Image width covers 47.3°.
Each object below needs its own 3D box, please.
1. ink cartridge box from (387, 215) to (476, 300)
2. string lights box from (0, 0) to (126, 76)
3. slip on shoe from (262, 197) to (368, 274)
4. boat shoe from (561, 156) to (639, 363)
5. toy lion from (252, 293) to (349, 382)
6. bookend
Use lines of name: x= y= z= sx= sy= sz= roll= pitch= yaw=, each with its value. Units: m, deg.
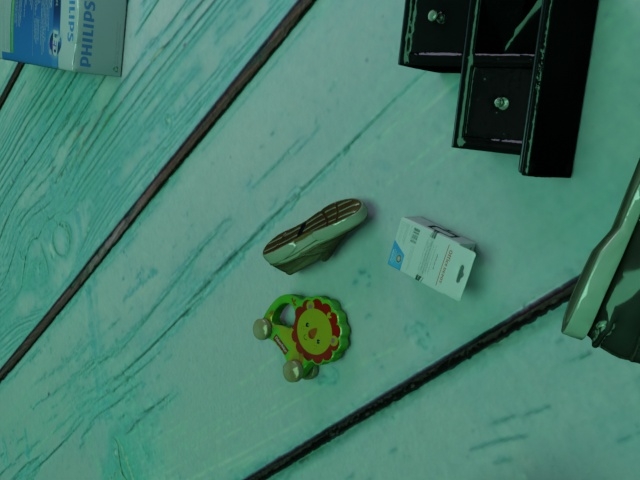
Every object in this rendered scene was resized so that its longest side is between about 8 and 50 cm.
ink cartridge box: x=0.104 y=0.015 z=0.648 sx=0.083 sy=0.028 sz=0.048 roll=30 pitch=113 yaw=39
string lights box: x=-0.386 y=-0.319 z=1.067 sx=0.260 sy=0.077 sz=0.133 roll=19 pitch=106 yaw=42
slip on shoe: x=0.000 y=0.000 z=0.743 sx=0.135 sy=0.051 sz=0.041 roll=-27 pitch=113 yaw=33
boat shoe: x=0.240 y=-0.027 z=0.487 sx=0.069 sy=0.081 sz=0.227 roll=25 pitch=103 yaw=14
toy lion: x=-0.016 y=0.094 z=0.770 sx=0.100 sy=0.034 sz=0.096 roll=48 pitch=116 yaw=31
bookend: x=0.126 y=-0.138 z=0.589 sx=0.157 sy=0.072 sz=0.156 roll=15 pitch=103 yaw=43
